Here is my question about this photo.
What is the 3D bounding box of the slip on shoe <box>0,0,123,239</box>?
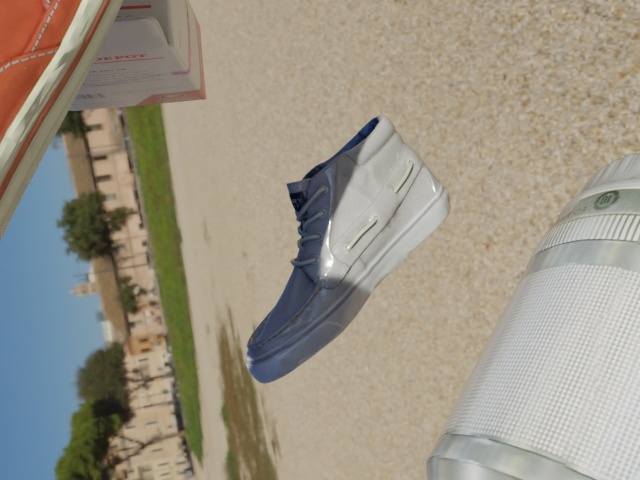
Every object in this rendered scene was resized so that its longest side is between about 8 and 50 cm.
[{"bbox_3d":[-0.165,-0.104,0.328,0.123,0.101,0.331,5,69,39],"label":"slip on shoe"}]

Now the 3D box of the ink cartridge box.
[{"bbox_3d":[-0.149,-0.144,0.516,0.198,0.115,0.067,135,130,-88],"label":"ink cartridge box"}]

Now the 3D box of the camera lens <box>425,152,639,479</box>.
[{"bbox_3d":[0.213,0.107,0.489,0.274,0.219,0.219,-58,-2,-20],"label":"camera lens"}]

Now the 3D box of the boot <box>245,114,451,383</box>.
[{"bbox_3d":[0.000,0.000,0.693,0.123,0.258,0.095,51,160,-16],"label":"boot"}]
